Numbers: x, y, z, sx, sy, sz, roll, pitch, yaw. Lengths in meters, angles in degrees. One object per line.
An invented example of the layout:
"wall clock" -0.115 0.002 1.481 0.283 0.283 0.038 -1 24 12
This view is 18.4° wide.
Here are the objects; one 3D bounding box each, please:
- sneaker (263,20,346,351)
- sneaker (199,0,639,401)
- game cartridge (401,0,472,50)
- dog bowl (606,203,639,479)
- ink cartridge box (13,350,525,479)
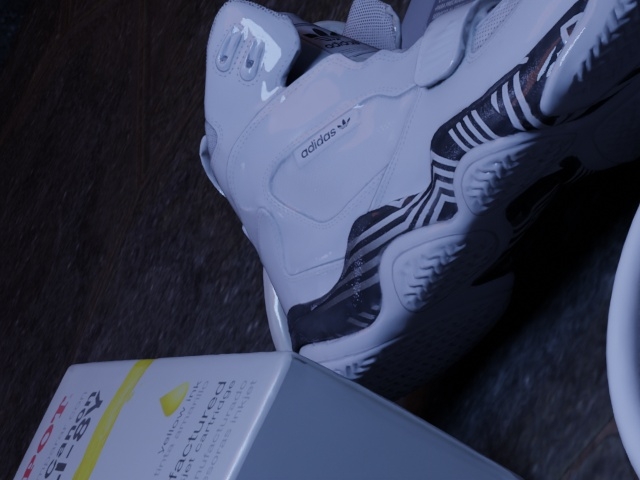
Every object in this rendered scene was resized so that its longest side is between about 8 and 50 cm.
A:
"sneaker" 0.000 0.000 1.315 0.151 0.094 0.256 114 161 -60
"sneaker" 0.057 -0.089 1.056 0.210 0.137 0.366 54 129 24
"game cartridge" 0.148 -0.188 1.202 0.198 0.062 0.297 -65 19 -13
"dog bowl" 0.220 0.014 0.567 0.265 0.104 0.265 -29 36 24
"ink cartridge box" -0.083 0.219 1.106 0.279 0.160 0.385 -65 18 -14
